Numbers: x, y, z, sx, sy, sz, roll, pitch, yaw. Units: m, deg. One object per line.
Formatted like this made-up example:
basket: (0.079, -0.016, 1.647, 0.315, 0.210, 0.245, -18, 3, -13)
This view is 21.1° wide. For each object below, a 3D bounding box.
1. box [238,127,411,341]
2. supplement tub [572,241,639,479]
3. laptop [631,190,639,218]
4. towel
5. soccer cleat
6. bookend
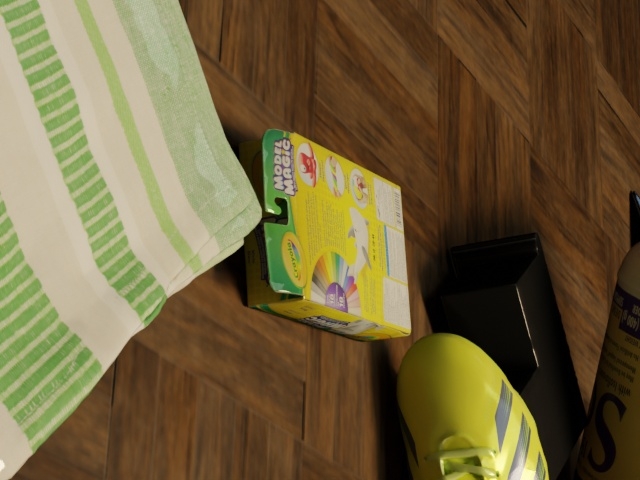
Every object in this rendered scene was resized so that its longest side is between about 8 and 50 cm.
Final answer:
box: (0.000, 0.000, 1.060, 0.179, 0.043, 0.105, 25, 58, -62)
supplement tub: (0.318, 0.181, 1.325, 0.241, 0.241, 0.331, -10, 113, -64)
laptop: (0.542, 0.151, 1.800, 0.236, 0.407, 0.382, 98, -16, -51)
towel: (-0.133, -0.052, 0.812, 0.325, 0.038, 0.248, -49, 123, -58)
soccer cleat: (0.100, 0.204, 1.123, 0.121, 0.093, 0.289, -6, 87, -67)
bookend: (0.125, 0.097, 1.240, 0.157, 0.072, 0.156, -43, 119, -61)
